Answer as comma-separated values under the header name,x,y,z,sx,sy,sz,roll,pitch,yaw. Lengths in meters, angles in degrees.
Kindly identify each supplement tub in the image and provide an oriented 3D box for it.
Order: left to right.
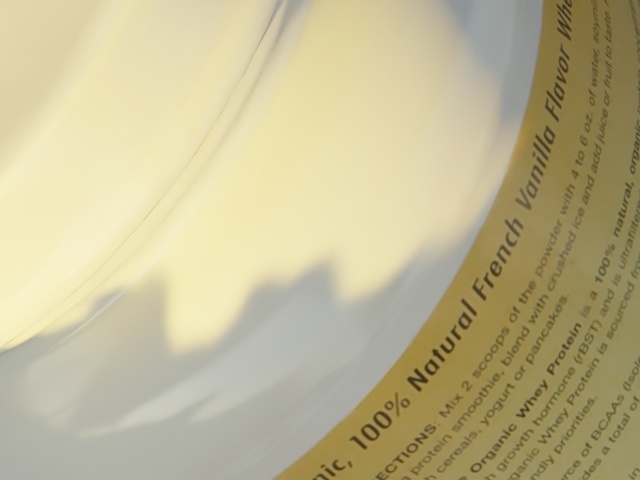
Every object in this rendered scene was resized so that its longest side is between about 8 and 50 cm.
name,x,y,z,sx,sy,sz,roll,pitch,yaw
supplement tub,0.000,0.000,0.534,0.316,0.228,0.228,35,58,-42
